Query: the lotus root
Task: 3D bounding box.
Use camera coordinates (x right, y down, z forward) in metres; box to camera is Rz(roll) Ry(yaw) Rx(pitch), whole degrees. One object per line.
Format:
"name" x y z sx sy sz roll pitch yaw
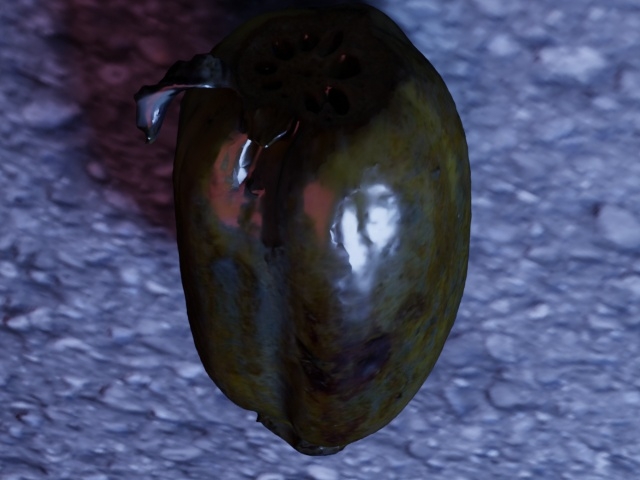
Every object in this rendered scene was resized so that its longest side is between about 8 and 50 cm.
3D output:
"lotus root" 0.000 0.000 0.649 0.124 0.123 0.241 30 149 21
